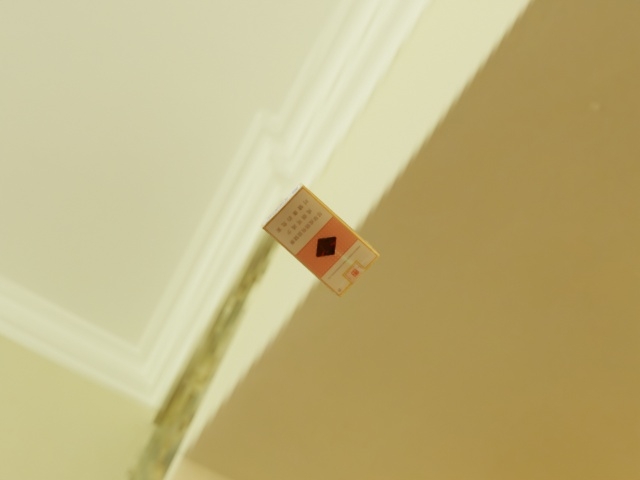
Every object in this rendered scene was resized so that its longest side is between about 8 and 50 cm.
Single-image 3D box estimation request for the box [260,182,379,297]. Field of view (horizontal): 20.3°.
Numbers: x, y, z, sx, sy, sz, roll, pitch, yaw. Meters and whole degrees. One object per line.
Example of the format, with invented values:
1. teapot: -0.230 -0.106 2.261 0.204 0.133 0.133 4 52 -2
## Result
1. box: 0.000 0.000 1.349 0.083 0.046 0.012 42 5 -18
